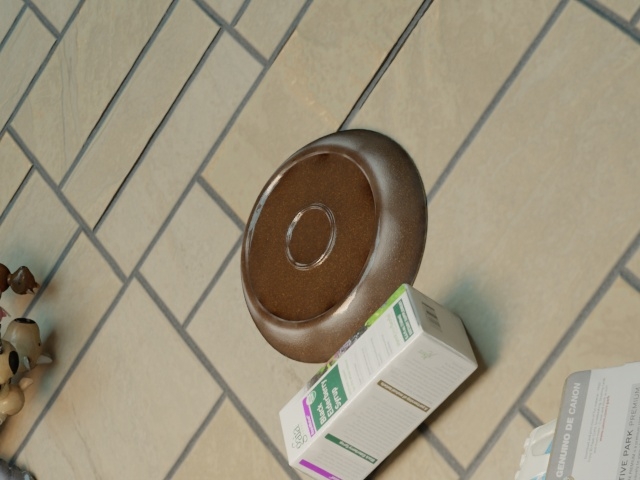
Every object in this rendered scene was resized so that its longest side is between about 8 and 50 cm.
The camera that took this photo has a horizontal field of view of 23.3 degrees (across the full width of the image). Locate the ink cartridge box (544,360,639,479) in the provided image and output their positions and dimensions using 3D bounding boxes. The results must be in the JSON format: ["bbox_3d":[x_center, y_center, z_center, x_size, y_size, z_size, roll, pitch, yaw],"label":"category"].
[{"bbox_3d":[0.342,0.264,1.422,0.272,0.130,0.309,-12,49,41],"label":"ink cartridge box"}]

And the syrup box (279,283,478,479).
[{"bbox_3d":[0.063,0.174,1.794,0.237,0.096,0.093,-46,30,21],"label":"syrup box"}]

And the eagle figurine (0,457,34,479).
[{"bbox_3d":[-0.495,0.473,2.205,0.226,0.225,0.298,-11,23,0],"label":"eagle figurine"}]

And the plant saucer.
[{"bbox_3d":[0.000,0.000,1.971,0.310,0.050,0.310,-18,63,40],"label":"plant saucer"}]

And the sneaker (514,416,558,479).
[{"bbox_3d":[0.242,0.256,1.618,0.228,0.087,0.092,-50,40,9],"label":"sneaker"}]

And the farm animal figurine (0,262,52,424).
[{"bbox_3d":[-0.489,0.187,2.269,0.327,0.172,0.330,-61,14,20],"label":"farm animal figurine"}]
